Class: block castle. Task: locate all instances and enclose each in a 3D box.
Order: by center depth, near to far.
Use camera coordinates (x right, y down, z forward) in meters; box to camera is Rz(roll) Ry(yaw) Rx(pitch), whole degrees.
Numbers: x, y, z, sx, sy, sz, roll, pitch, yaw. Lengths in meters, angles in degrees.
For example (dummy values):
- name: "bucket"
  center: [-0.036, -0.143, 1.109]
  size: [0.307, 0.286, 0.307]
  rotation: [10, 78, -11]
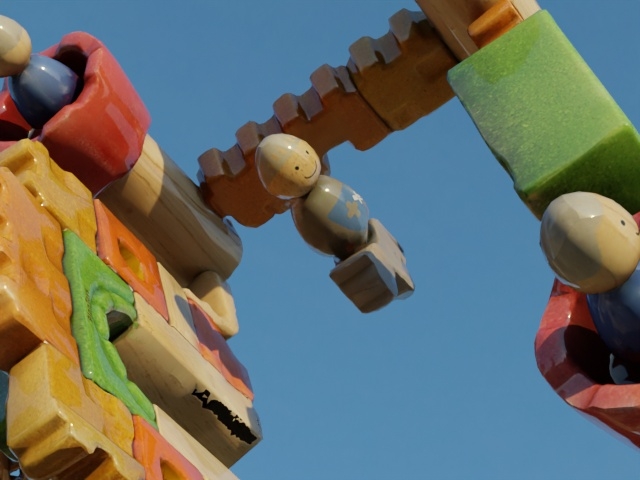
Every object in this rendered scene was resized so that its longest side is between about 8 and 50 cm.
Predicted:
- name: "block castle"
  center: [0.000, 0.000, 0.706]
  size: [0.303, 0.453, 0.213]
  rotation: [-35, -53, 11]

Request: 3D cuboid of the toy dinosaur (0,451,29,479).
- name: "toy dinosaur"
  center: [-0.282, 0.073, 0.866]
  size: [0.322, 0.164, 0.218]
  rotation: [15, -95, 4]
